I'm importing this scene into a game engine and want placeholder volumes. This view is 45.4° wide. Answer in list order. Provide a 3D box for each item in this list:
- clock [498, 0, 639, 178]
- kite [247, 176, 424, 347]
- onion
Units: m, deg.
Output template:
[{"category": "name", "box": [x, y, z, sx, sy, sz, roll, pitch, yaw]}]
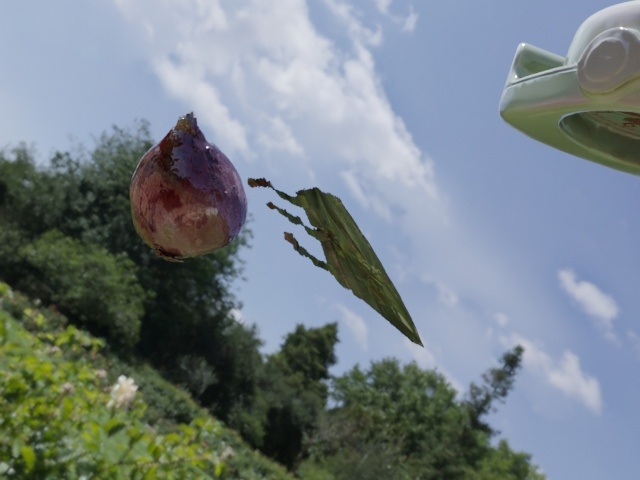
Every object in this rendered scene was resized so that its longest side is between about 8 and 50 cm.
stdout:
[{"category": "clock", "box": [0.345, -0.134, 0.728, 0.265, 0.108, 0.324, 19, -2, -11]}, {"category": "kite", "box": [0.001, -0.001, 0.623, 0.245, 0.015, 0.141, 30, -30, 60]}, {"category": "onion", "box": [-0.173, -0.075, 1.000, 0.159, 0.159, 0.194, 24, -54, 40]}]
